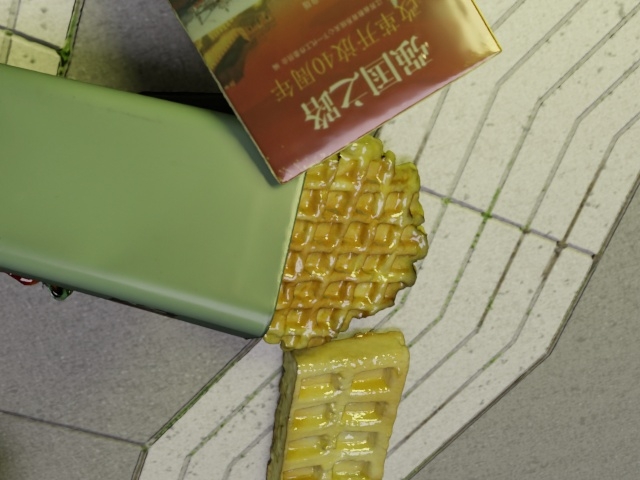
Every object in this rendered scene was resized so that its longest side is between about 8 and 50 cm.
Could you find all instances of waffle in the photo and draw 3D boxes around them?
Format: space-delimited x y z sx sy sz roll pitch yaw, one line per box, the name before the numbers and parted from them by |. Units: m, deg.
waffle | 0.001 0.008 1.726 0.281 0.058 0.301 -21 131 -17
waffle | 0.022 0.244 1.934 0.168 0.057 0.274 -3 127 -18

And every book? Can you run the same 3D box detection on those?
book | -0.026 -0.279 1.399 0.262 0.028 0.374 -31 96 5

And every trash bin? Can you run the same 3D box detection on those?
trash bin | -0.205 -0.040 1.489 0.343 0.158 0.223 13 82 -9

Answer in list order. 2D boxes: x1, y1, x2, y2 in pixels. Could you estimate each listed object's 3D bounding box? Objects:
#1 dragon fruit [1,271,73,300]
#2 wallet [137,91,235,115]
dragon fruit | -0.338 -0.007 1.589 0.142 0.175 0.138 -35 149 -32
wallet | -0.160 -0.061 1.644 0.149 0.044 0.250 1 126 -16
